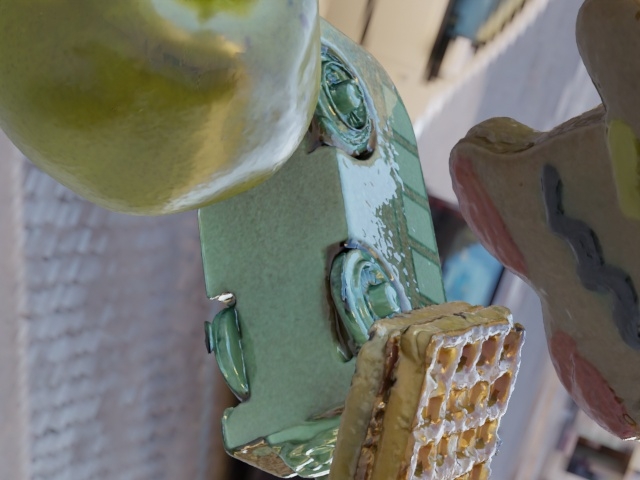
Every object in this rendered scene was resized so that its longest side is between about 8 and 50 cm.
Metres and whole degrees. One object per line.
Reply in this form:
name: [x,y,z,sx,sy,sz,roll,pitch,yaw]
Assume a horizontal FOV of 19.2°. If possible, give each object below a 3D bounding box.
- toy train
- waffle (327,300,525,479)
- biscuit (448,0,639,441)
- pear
toy train: [0.000,0.000,1.227,0.159,0.129,0.326,34,39,-50]
waffle: [0.043,0.102,0.863,0.102,0.042,0.148,-9,115,-59]
biscuit: [0.267,-0.017,1.604,0.076,0.368,0.394,-31,179,-33]
pear: [-0.092,-0.105,0.983,0.198,0.198,0.198,20,90,-79]
